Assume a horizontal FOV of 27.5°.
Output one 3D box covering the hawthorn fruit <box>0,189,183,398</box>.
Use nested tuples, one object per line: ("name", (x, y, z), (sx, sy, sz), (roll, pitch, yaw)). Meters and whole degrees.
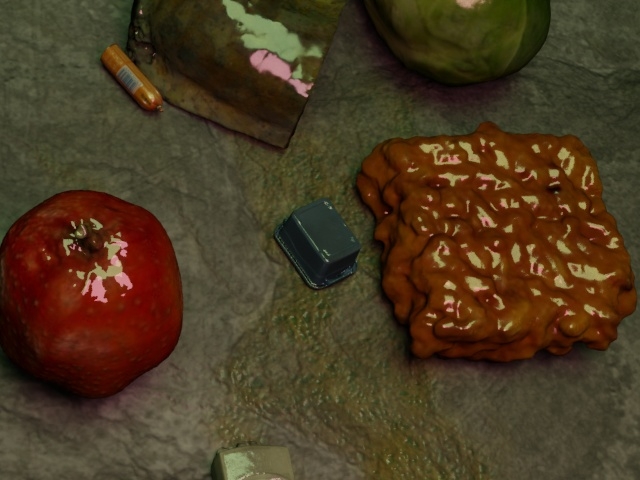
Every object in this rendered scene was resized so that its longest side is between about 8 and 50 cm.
("hawthorn fruit", (-0.233, 0.043, 1.325), (0.205, 0.253, 0.205), (7, 60, -13))

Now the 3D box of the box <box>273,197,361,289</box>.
("box", (0.000, 0.000, 1.551), (0.074, 0.054, 0.099), (-26, 70, -28))

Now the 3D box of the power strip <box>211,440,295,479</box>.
("power strip", (-0.049, 0.337, 1.329), (0.080, 0.048, 0.285), (-3, 61, -19))

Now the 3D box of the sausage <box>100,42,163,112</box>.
("sausage", (-0.230, -0.196, 1.615), (0.031, 0.031, 0.107), (-33, 75, -32))

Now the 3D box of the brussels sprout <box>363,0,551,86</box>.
("brussels sprout", (0.167, -0.326, 1.730), (0.271, 0.210, 0.219), (37, 49, 25))

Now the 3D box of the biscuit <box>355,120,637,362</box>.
("biscuit", (0.220, 0.001, 1.591), (0.318, 0.110, 0.312), (0, 57, -18))

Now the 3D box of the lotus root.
("lotus root", (-0.109, -0.293, 1.649), (0.260, 0.149, 0.267), (23, 52, -4))
